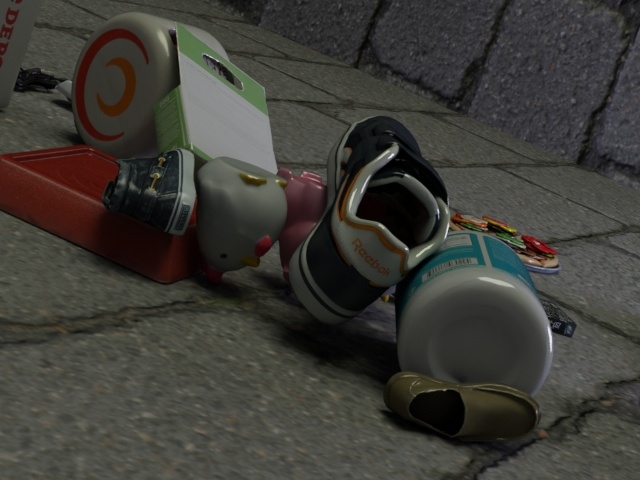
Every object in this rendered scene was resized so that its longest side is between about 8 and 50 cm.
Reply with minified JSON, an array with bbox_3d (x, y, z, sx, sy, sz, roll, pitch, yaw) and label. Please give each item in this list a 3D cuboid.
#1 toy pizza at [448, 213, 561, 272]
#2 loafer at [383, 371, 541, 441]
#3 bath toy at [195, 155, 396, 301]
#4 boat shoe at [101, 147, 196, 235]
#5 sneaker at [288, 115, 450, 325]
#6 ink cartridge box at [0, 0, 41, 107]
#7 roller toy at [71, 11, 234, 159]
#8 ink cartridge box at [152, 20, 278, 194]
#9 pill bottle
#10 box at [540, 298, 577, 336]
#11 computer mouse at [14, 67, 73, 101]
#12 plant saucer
[{"bbox_3d":[0.278,-0.004,2.255,0.201,0.032,0.201,20,13,-5],"label":"toy pizza"},{"bbox_3d":[0.130,0.156,1.322,0.148,0.056,0.050,8,16,-10],"label":"loafer"},{"bbox_3d":[0.000,0.000,1.593,0.348,0.129,0.151,9,15,-47],"label":"bath toy"},{"bbox_3d":[-0.176,-0.063,1.501,0.083,0.065,0.183,19,14,-14],"label":"boat shoe"},{"bbox_3d":[0.073,-0.045,1.497,0.126,0.127,0.321,41,35,-15],"label":"sneaker"},{"bbox_3d":[-0.543,-0.346,1.809,0.395,0.285,0.166,8,20,-44],"label":"ink cartridge box"},{"bbox_3d":[-0.209,-0.188,1.892,0.146,0.191,0.209,8,18,-48],"label":"roller toy"},{"bbox_3d":[-0.127,-0.136,1.786,0.171,0.056,0.235,34,29,-38],"label":"ink cartridge box"},{"bbox_3d":[0.147,0.074,1.471,0.146,0.146,0.264,20,13,-2],"label":"pill bottle"},{"bbox_3d":[0.283,0.093,1.892,0.067,0.018,0.083,16,13,-19],"label":"box"},{"bbox_3d":[-0.344,-0.205,2.103,0.193,0.042,0.106,17,7,11],"label":"computer mouse"},{"bbox_3d":[-0.221,-0.041,1.595,0.258,0.047,0.259,24,12,14],"label":"plant saucer"}]
